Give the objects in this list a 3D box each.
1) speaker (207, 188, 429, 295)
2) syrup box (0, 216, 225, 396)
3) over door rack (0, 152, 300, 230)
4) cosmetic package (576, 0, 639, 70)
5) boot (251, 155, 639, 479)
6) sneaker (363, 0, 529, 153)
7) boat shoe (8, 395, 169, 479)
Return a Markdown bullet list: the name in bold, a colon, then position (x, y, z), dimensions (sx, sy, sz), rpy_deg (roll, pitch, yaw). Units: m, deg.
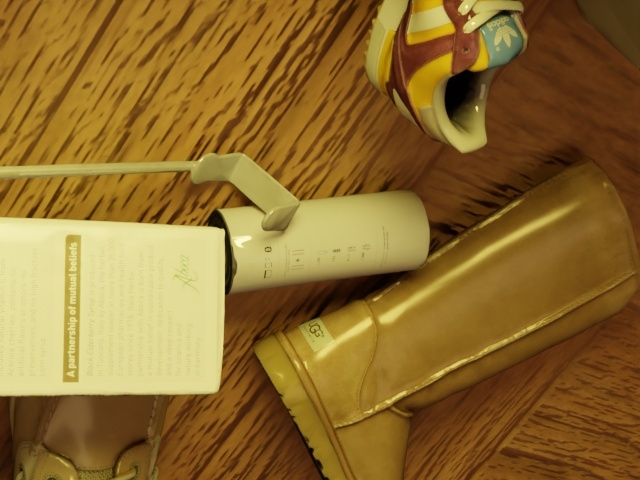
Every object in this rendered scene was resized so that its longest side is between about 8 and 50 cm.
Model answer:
- **speaker**: position (0.000, 0.000, 0.776), dimensions (0.136, 0.055, 0.055), rpy_deg (-7, 129, -21)
- **syrup box**: position (-0.178, 0.037, 0.655), dimensions (0.237, 0.093, 0.096), rpy_deg (3, 83, -20)
- **over door rack**: position (-0.101, -0.132, 0.602), dimensions (0.324, 0.108, 0.239), rpy_deg (4, 125, -46)
- **cosmetic package**: position (0.204, -0.178, 0.617), dimensions (0.138, 0.224, 0.224), rpy_deg (-38, 133, 7)
- **boot**: position (0.111, 0.093, 0.884), dimensions (0.269, 0.089, 0.236), rpy_deg (-28, 133, -5)
- **sneaker**: position (0.075, -0.131, 0.603), dimensions (0.069, 0.084, 0.185), rpy_deg (-23, 141, -25)
- **boat shoe**: position (-0.155, 0.163, 0.801), dimensions (0.109, 0.098, 0.302), rpy_deg (4, 123, -29)
